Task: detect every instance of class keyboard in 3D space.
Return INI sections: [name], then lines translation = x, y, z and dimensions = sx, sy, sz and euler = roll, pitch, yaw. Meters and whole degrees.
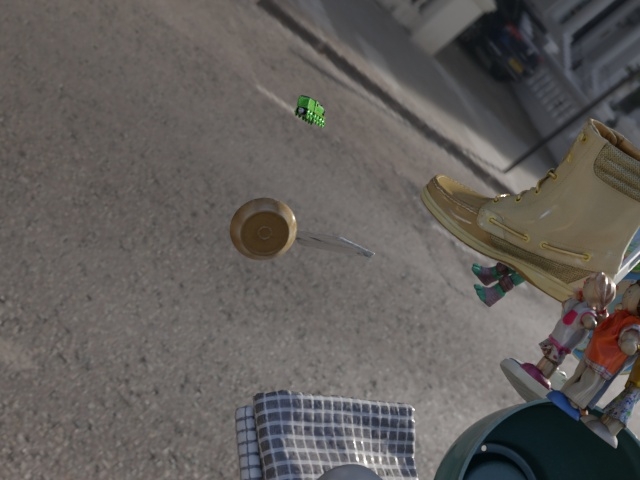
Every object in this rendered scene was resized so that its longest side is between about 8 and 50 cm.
[keyboard]
translation = 0.000, 0.000, 1.410
dimensions = 0.072, 0.014, 0.256
euler = 31, -10, -26

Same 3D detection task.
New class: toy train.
[toy train]
translation = -0.009, -0.133, 0.845
dimensions = 0.017, 0.024, 0.083
euler = 14, 3, 12

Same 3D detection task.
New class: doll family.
[doll family]
translation = 0.301, 0.106, 0.800
dimensions = 0.118, 0.163, 0.263
euler = 37, 4, 4

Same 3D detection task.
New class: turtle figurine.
[turtle figurine]
translation = 0.403, 0.031, 1.565
dimensions = 0.118, 0.234, 0.175
euler = 54, 22, -4

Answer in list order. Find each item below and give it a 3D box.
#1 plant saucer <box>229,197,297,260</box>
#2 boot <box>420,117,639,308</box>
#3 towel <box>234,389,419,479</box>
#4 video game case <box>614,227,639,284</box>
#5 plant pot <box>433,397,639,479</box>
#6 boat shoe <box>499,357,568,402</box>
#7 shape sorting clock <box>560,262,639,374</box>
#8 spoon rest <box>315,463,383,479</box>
[plant saucer]
translation = -0.069, -0.011, 1.004
dimensions = 0.083, 0.083, 0.015
euler = 42, 10, -23
[boot]
translation = 0.265, -0.063, 0.988
dimensions = 0.262, 0.204, 0.095
euler = 35, 30, 22
[towel]
translation = 0.028, 0.335, 1.144
dimensions = 0.283, 0.121, 0.235
euler = 12, 52, -35
[video game case]
translation = 0.414, -0.012, 1.306
dimensions = 0.204, 0.025, 0.285
euler = 21, 31, 33
[plant pot]
translation = 0.259, 0.351, 1.056
dimensions = 0.293, 0.293, 0.196
euler = 50, -20, -2
[boat shoe]
translation = 0.420, 0.270, 1.507
dimensions = 0.083, 0.075, 0.226
euler = 62, -10, -29
[shape sorting clock]
translation = 0.470, 0.110, 1.278
dimensions = 0.040, 0.206, 0.206
euler = 38, 24, -42
[spoon rest]
translation = 0.060, 0.330, 0.906
dimensions = 0.084, 0.137, 0.276
euler = 33, -16, -26
